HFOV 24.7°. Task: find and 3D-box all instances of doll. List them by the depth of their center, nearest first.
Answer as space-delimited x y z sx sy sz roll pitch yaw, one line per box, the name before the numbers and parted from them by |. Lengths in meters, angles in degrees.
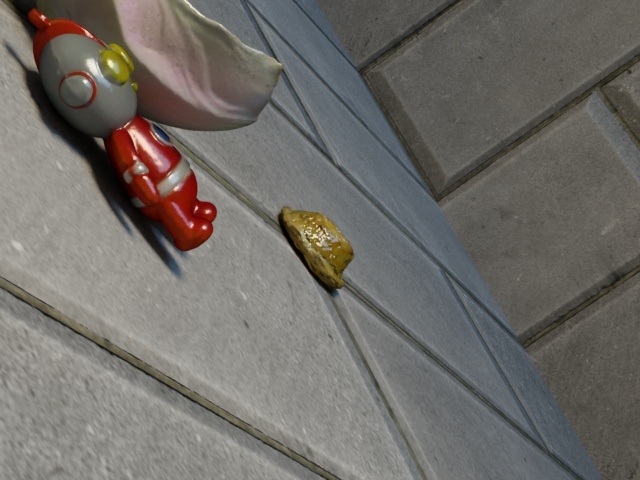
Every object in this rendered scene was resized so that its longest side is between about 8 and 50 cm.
doll | -0.174 -0.101 1.271 0.245 0.076 0.142 57 8 -13

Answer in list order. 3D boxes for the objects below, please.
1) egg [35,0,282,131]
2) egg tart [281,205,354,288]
egg | -0.180 -0.220 1.370 0.162 0.206 0.271 -10 82 -42
egg tart | 0.000 0.000 1.786 0.129 0.049 0.129 51 10 -13
